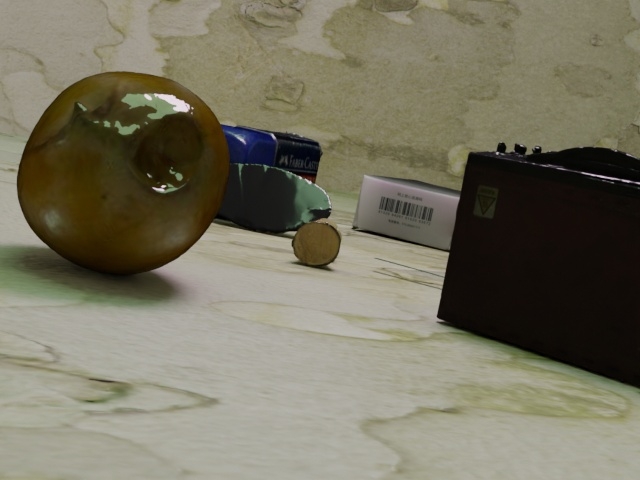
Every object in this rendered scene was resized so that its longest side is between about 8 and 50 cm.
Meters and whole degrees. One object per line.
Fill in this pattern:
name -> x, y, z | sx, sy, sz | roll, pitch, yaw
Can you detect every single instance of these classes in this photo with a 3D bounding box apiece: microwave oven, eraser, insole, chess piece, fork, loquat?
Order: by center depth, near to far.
loquat -> -0.176, -0.058, 0.815 | 0.179, 0.179, 0.227 | 7, -7, -30
microwave oven -> 0.262, 0.013, 0.864 | 0.247, 0.188, 0.178 | 15, 7, 41
fork -> 0.166, 0.054, 1.119 | 0.235, 0.021, 0.039 | 13, 2, 32
chess piece -> 0.000, -0.001, 1.185 | 0.060, 0.060, 0.172 | 11, 4, 2
insole -> -0.155, -0.073, 1.402 | 0.348, 0.119, 0.009 | 7, -31, 5
eraser -> -0.101, -0.118, 1.598 | 0.101, 0.155, 0.332 | 14, 7, 19

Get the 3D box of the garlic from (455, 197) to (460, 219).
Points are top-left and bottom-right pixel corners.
garlic -> 0.304, -0.021, 1.457 | 0.160, 0.191, 0.214 | -14, 19, 0

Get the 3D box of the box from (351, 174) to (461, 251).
box -> 0.215, -0.053, 1.784 | 0.200, 0.106, 0.299 | 15, 9, 24
